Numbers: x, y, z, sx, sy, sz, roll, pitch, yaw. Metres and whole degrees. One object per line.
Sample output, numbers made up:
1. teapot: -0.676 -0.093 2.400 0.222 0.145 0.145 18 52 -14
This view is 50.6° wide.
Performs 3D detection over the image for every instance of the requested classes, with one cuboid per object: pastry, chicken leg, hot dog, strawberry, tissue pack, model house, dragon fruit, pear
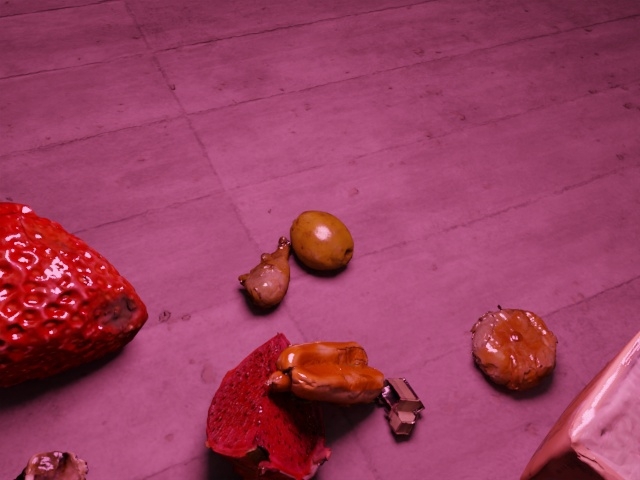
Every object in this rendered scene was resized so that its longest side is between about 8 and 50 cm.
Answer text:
1. pastry: 0.334 0.186 1.168 0.153 0.081 0.153 10 51 -13
2. chicken leg: -0.093 0.053 1.233 0.093 0.070 0.178 13 43 10
3. hot dog: 0.011 0.202 1.025 0.269 0.072 0.109 15 31 -55
4. strawberry: -0.455 0.100 1.014 0.310 0.292 0.292 39 54 2
5. tissue pack: 0.439 0.296 0.919 0.238 0.305 0.239 -2 61 3
6. model house: 0.136 0.268 1.096 0.058 0.057 0.083 11 24 -33
7. dragon fruit: -0.076 0.285 0.996 0.126 0.161 0.274 -33 22 19
8. pear: 0.000 0.000 1.263 0.131 0.107 0.107 31 53 17

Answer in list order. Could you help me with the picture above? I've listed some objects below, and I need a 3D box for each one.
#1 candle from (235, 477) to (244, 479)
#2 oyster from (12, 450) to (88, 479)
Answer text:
1. candle: -0.171 0.385 0.947 0.301 0.059 0.084 -6 35 -13
2. oyster: -0.436 0.387 0.895 0.166 0.094 0.294 16 44 16
